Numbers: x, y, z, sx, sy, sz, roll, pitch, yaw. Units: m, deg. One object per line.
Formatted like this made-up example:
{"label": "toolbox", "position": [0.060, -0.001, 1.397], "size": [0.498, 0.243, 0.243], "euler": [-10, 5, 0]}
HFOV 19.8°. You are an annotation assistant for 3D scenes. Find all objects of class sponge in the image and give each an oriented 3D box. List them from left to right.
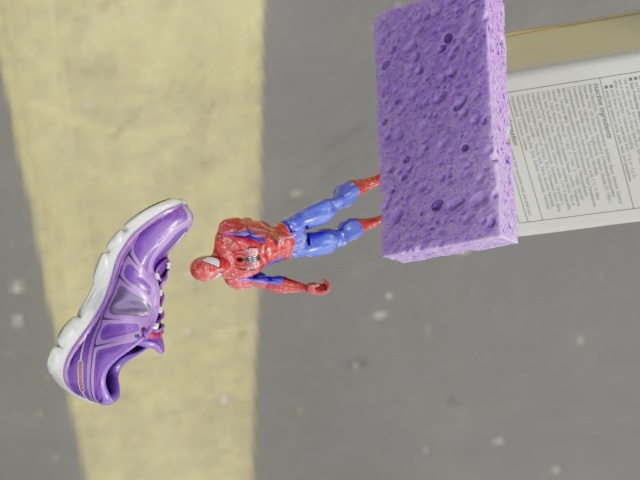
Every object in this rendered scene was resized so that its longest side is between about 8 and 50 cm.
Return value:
{"label": "sponge", "position": [0.098, -0.093, 1.475], "size": [0.117, 0.210, 0.031], "euler": [-12, 164, 39]}

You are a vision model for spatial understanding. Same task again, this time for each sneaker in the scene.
{"label": "sneaker", "position": [-0.136, 0.047, 1.380], "size": [0.170, 0.071, 0.068], "euler": [-62, 163, 7]}

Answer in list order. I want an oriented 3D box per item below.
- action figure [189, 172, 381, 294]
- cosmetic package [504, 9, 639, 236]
{"label": "action figure", "position": [0.000, 0.000, 1.931], "size": [0.280, 0.091, 0.139], "euler": [-19, -156, -29]}
{"label": "cosmetic package", "position": [0.300, -0.112, 1.561], "size": [0.309, 0.113, 0.160], "euler": [-7, 115, 23]}
